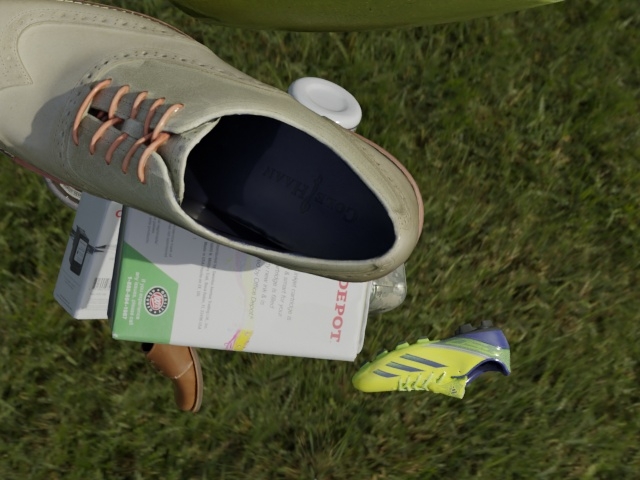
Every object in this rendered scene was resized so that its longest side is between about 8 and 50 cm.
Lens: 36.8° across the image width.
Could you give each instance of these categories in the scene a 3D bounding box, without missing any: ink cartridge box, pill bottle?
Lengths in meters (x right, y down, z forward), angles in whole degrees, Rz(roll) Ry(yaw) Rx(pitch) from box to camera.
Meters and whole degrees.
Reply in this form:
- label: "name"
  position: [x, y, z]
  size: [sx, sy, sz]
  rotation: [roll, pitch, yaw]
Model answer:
- label: "ink cartridge box"
  position: [-0.235, 0.013, 1.130]
  size: [0.063, 0.109, 0.151]
  rotation: [33, 110, 41]
- label: "pill bottle"
  position: [-0.024, -0.118, 1.286]
  size: [0.103, 0.184, 0.103]
  rotation: [17, 37, -13]
- label: "ink cartridge box"
  position: [-0.066, 0.013, 0.827]
  size: [0.212, 0.093, 0.154]
  rotation: [7, 94, -15]

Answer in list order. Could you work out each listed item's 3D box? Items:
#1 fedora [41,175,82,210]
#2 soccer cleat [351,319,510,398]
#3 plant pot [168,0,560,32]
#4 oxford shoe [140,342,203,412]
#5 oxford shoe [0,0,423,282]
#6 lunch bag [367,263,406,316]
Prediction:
- label: "fedora"
  position: [-0.391, -0.164, 1.831]
  size: [0.275, 0.244, 0.124]
  rotation: [-14, 37, 11]
- label: "soccer cleat"
  position: [0.201, 0.231, 1.712]
  size: [0.289, 0.093, 0.121]
  rotation: [-16, 73, -5]
- label: "plant pot"
  position: [0.052, -0.260, 0.676]
  size: [0.293, 0.275, 0.275]
  rotation: [23, 75, 37]
- label: "oxford shoe"
  position: [-0.201, 0.151, 1.289]
  size: [0.076, 0.212, 0.076]
  rotation: [-17, 37, -19]
- label: "oxford shoe"
  position: [-0.110, -0.083, 0.660]
  size: [0.396, 0.146, 0.141]
  rotation: [19, 94, 2]
- label: "lunch bag"
  position: [0.000, 0.000, 1.875]
  size: [0.256, 0.212, 0.305]
  rotation: [6, 73, -40]
